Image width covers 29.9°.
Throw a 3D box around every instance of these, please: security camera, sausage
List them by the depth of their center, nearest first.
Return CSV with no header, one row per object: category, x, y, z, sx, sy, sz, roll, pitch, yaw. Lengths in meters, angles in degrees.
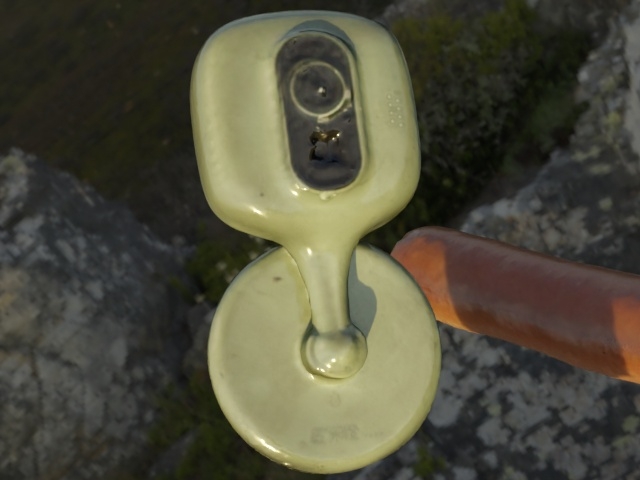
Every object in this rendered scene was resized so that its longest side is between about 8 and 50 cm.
security camera,0.000,0.000,0.775,0.157,0.301,0.080,-6,-5,-15
sausage,0.220,0.059,0.996,0.419,0.094,0.094,14,87,48
